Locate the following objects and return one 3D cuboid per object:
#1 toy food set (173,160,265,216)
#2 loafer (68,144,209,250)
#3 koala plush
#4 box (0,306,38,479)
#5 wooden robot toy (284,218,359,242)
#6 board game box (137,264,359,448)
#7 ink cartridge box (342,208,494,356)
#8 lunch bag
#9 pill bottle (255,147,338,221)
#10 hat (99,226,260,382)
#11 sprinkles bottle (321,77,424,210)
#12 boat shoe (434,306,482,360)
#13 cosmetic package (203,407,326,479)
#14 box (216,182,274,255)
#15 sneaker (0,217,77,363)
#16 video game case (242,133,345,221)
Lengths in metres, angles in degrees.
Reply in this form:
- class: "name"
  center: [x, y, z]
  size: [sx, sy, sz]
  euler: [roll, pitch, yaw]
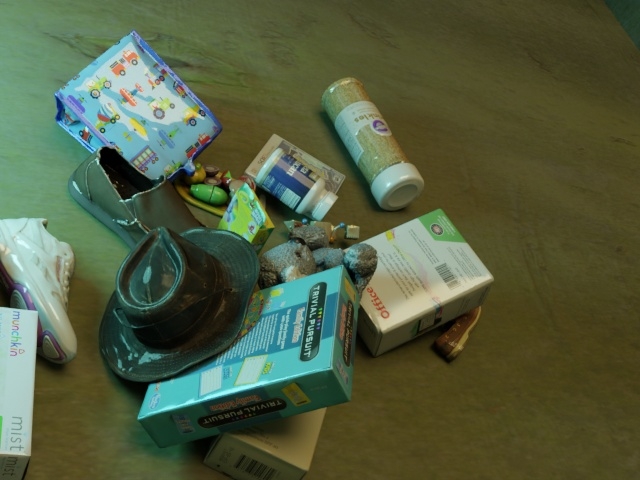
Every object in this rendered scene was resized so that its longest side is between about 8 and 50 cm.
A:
- class: "toy food set"
  center: [-0.200, -0.117, 1.955]
  size: [0.217, 0.071, 0.128]
  euler: [23, 41, -11]
- class: "loafer"
  center: [-0.322, -0.051, 1.765]
  size: [0.366, 0.130, 0.134]
  euler: [34, 40, 2]
- class: "koala plush"
  center: [-0.039, 0.073, 1.735]
  size: [0.196, 0.203, 0.221]
  euler: [19, 4, 38]
- class: "box"
  center: [-0.544, 0.229, 1.351]
  size: [0.231, 0.127, 0.262]
  euler: [9, 44, -22]
- class: "wooden robot toy"
  center: [0.000, 0.000, 1.989]
  size: [0.173, 0.076, 0.079]
  euler: [6, 82, -28]
- class: "board game box"
  center: [-0.109, 0.189, 1.509]
  size: [0.254, 0.336, 0.079]
  euler: [-81, 149, -54]
- class: "ink cartridge box"
  center: [0.179, 0.084, 1.892]
  size: [0.278, 0.117, 0.201]
  euler: [-23, 62, -20]
- class: "lunch bag"
  center: [-0.361, -0.243, 1.888]
  size: [0.293, 0.138, 0.221]
  euler: [43, 67, 2]
- class: "pill bottle"
  center: [-0.049, -0.117, 2.000]
  size: [0.169, 0.094, 0.094]
  euler: [36, 40, -1]
- class: "hat"
  center: [-0.266, 0.070, 1.563]
  size: [0.331, 0.331, 0.134]
  euler: [-91, 158, -45]
- class: "sprinkles bottle"
  center: [0.122, -0.239, 2.244]
  size: [0.121, 0.121, 0.355]
  euler: [-3, 51, -35]
- class: "boat shoe"
  center: [0.296, 0.182, 1.973]
  size: [0.060, 0.064, 0.178]
  euler: [37, 43, 3]
- class: "cosmetic package"
  center: [-0.073, 0.276, 1.610]
  size: [0.160, 0.113, 0.309]
  euler: [26, 41, -6]
- class: "box"
  center: [-0.152, -0.019, 1.803]
  size: [0.043, 0.179, 0.105]
  euler: [-7, 54, -37]
- class: "sneaker"
  center: [-0.465, 0.069, 1.566]
  size: [0.152, 0.114, 0.305]
  euler: [-13, 57, -39]
- class: "video game case"
  center: [-0.057, -0.147, 2.113]
  size: [0.201, 0.023, 0.183]
  euler: [31, 40, -1]
